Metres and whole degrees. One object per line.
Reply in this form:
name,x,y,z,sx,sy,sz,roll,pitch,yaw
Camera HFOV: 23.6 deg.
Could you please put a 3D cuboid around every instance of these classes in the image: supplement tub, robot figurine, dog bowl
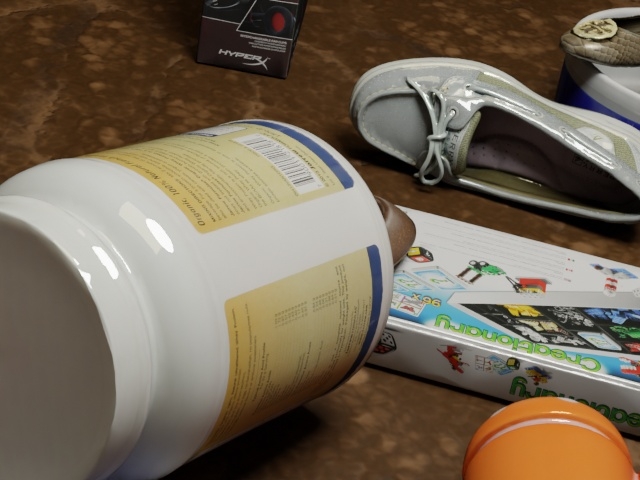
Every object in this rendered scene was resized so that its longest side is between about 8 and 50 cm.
supplement tub,-0.115,0.043,1.092,0.228,0.228,0.316,29,26,26
robot figurine,0.160,0.197,1.073,0.128,0.158,0.219,29,31,-14
dog bowl,0.394,-0.154,1.695,0.265,0.104,0.265,7,33,-5

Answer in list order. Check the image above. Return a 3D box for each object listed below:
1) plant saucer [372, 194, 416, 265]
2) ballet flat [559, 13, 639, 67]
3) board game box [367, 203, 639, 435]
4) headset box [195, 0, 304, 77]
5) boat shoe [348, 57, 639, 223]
plant saucer,0.000,0.000,1.353,0.169,0.029,0.168,-14,25,6
ballet flat,0.365,-0.228,1.648,0.250,0.058,0.084,-8,36,-26
board game box,0.176,0.066,1.343,0.305,0.053,0.193,15,32,7
headset box,-0.055,-0.364,1.712,0.110,0.293,0.218,10,32,0
boat shoe,0.182,-0.095,1.538,0.321,0.118,0.103,19,29,0
